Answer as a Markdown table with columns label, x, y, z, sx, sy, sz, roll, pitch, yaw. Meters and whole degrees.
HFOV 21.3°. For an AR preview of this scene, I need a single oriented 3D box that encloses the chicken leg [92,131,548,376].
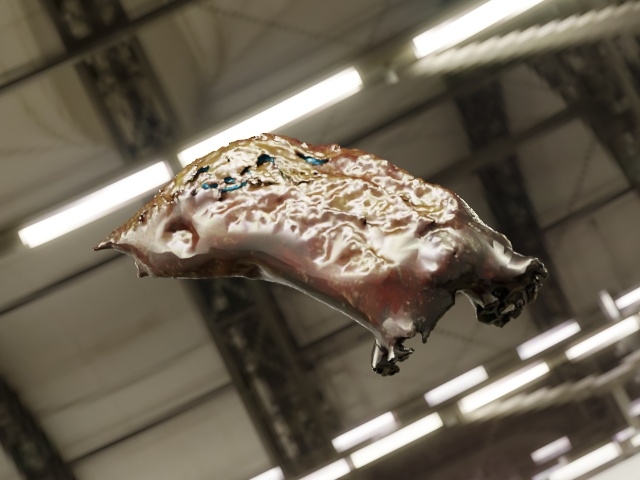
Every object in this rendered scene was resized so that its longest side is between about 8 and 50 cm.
| label | x | y | z | sx | sy | sz | roll | pitch | yaw |
| --- | --- | --- | --- | --- | --- | --- | --- | --- | --- |
| chicken leg | 0.000 | 0.000 | 0.858 | 0.105 | 0.234 | 0.063 | -58 | -27 | -24 |
